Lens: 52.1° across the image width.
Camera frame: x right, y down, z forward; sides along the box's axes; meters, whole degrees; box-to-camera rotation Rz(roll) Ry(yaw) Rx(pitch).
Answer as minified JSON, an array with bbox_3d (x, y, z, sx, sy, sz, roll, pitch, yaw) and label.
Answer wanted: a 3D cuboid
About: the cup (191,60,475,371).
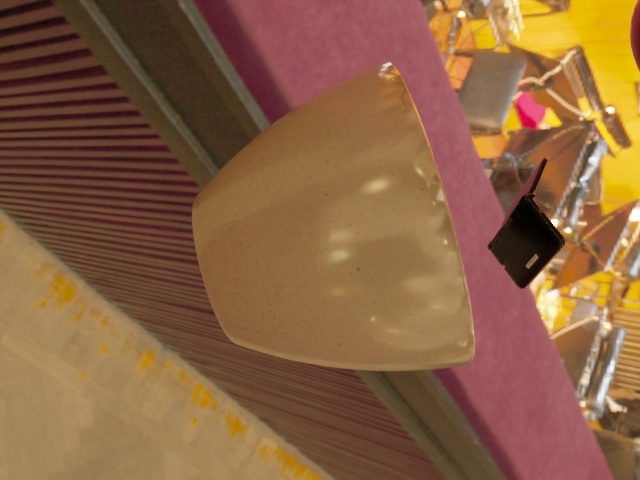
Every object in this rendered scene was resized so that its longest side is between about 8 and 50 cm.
[{"bbox_3d":[0.000,0.000,0.710,0.331,0.237,0.331,-15,90,-88],"label":"cup"}]

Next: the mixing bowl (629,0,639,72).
[{"bbox_3d":[0.386,-0.221,0.657,0.181,0.098,0.181,-5,123,-8],"label":"mixing bowl"}]

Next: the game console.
[{"bbox_3d":[0.259,-0.019,0.793,0.071,0.107,0.122,-24,156,-19],"label":"game console"}]
